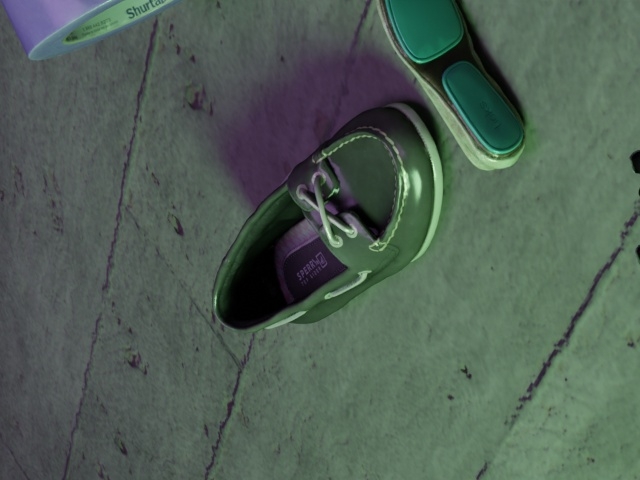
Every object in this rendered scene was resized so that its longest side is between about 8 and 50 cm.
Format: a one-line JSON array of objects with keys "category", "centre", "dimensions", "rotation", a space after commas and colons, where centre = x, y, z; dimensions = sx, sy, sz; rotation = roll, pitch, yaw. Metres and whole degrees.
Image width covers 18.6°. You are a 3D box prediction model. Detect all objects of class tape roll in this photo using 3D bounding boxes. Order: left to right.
[{"category": "tape roll", "centre": [-0.162, -0.218, 1.540], "dimensions": [0.080, 0.189, 0.189], "rotation": [63, 154, 0]}]

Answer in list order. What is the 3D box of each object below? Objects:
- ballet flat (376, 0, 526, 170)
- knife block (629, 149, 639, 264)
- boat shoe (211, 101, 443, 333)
[{"category": "ballet flat", "centre": [0.081, -0.119, 1.341], "dimensions": [0.168, 0.057, 0.052], "rotation": [62, 163, 4]}, {"category": "knife block", "centre": [0.303, 0.002, 1.038], "dimensions": [0.276, 0.242, 0.088], "rotation": [-3, 122, 12]}, {"category": "boat shoe", "centre": [0.000, 0.000, 1.547], "dimensions": [0.112, 0.095, 0.335], "rotation": [59, 153, 10]}]
